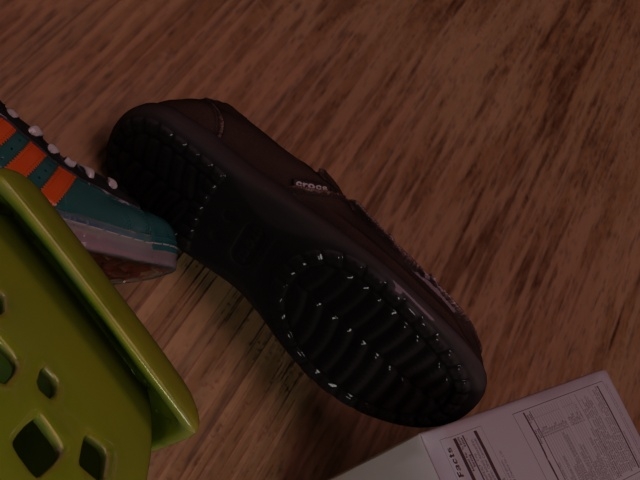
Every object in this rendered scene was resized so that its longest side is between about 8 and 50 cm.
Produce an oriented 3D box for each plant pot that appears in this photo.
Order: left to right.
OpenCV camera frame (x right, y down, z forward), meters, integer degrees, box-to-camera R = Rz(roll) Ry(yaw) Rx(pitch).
[{"bbox_3d":[-0.220,0.101,0.617,0.228,0.227,0.207,55,39,-12],"label":"plant pot"}]

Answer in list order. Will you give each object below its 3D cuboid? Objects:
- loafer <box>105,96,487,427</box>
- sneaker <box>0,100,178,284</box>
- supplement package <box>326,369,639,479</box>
[{"bbox_3d":[0.000,0.000,0.883,0.366,0.134,0.130,43,39,-1],"label":"loafer"},{"bbox_3d":[-0.226,-0.050,0.747,0.302,0.108,0.121,18,66,-37],"label":"sneaker"},{"bbox_3d":[0.141,0.253,0.897,0.262,0.199,0.198,-8,68,-45],"label":"supplement package"}]
